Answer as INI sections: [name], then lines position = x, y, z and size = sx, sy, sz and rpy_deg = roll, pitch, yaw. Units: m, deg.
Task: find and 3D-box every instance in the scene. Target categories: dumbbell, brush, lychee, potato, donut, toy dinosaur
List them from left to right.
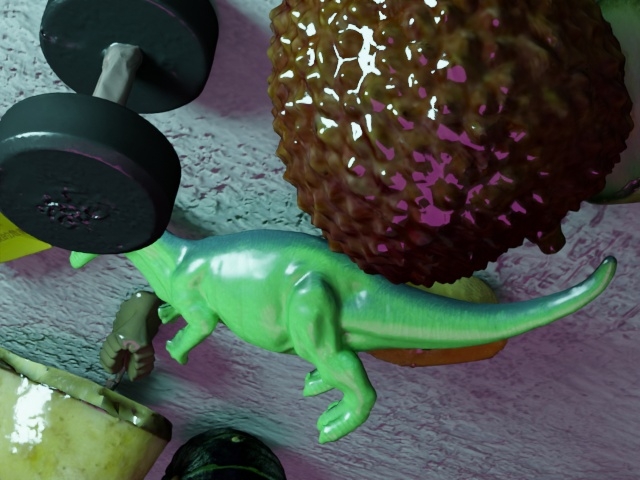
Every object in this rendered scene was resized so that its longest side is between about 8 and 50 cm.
[potato]
position = -0.371, 0.293, 1.560
size = 0.285, 0.243, 0.242
rpy_deg = 26, 143, -15
[dumbbell]
position = -0.175, -0.113, 0.949
size = 0.152, 0.218, 0.152
rpy_deg = 6, 145, 4
[brush]
position = -0.255, 0.156, 1.499
size = 0.071, 0.084, 0.301
rpy_deg = 20, 150, -9
[toy dinosaur]
position = 0.000, 0.000, 1.179
size = 0.500, 0.144, 0.374
rpy_deg = -31, 103, 24
[donut]
position = 0.125, 0.087, 1.307
size = 0.178, 0.066, 0.162
rpy_deg = -6, 146, 19
[lychee]
position = 0.094, -0.104, 0.862
size = 0.275, 0.276, 0.304
rpy_deg = -27, 116, 41

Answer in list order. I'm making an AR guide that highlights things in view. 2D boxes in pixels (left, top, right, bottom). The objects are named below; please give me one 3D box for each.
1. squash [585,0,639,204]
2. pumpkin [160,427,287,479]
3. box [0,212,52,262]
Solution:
[squash]
position = 0.269, -0.104, 0.916
size = 0.122, 0.170, 0.170
rpy_deg = 11, 148, -22
[pumpkin]
position = -0.147, 0.380, 1.661
size = 0.161, 0.221, 0.220
rpy_deg = 30, 141, -22
[box]
position = -0.427, -0.061, 1.215
size = 0.153, 0.041, 0.279
rpy_deg = -15, 139, 28
